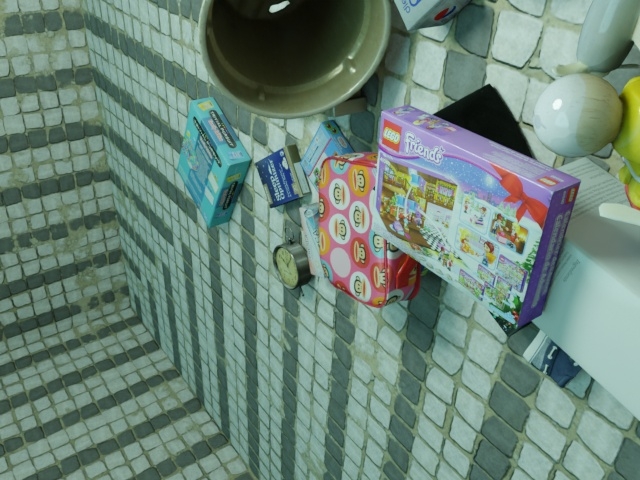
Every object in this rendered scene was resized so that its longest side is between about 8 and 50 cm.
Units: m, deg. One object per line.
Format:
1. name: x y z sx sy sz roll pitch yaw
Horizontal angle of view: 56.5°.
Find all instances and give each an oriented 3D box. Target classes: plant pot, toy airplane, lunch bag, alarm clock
1. plant pot: 0.233 -0.110 0.973 0.167 0.188 0.187 49 145 10
2. plant pot: -0.075 -0.451 1.109 0.333 0.334 0.305 104 156 -43
3. toy airplane: 0.344 -0.159 0.570 0.273 0.386 0.384 -10 84 18
4. lunch bag: 0.105 -0.022 1.168 0.258 0.120 0.292 23 119 54
5. alarm clock: -0.076 0.049 1.637 0.129 0.064 0.191 28 132 48

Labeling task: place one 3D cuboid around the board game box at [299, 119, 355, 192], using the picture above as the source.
1. board game box: 0.040 -0.144 1.370 0.211 0.039 0.160 60 147 17

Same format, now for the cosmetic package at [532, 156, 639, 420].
1. cosmetic package: 0.405 0.067 0.779 0.365 0.197 0.155 50 144 32

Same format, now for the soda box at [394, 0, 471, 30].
1. soda box: 0.143 -0.493 0.962 0.098 0.091 0.286 -29 82 58

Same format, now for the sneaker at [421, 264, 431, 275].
1. sneaker: 0.206 -0.010 1.163 0.078 0.067 0.188 44 143 27

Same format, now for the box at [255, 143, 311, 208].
1. box: -0.111 -0.165 1.599 0.225 0.037 0.136 -13 96 60

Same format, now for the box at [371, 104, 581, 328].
1. box: 0.189 -0.043 0.812 0.293 0.057 0.200 38 138 42

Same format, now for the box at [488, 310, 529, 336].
1. box: 0.334 0.114 1.040 0.083 0.062 0.052 56 145 21

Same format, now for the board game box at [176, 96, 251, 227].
1. board game box: -0.344 -0.237 1.873 0.253 0.079 0.336 58 147 19

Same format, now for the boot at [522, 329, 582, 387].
1. boot: 0.404 0.160 0.967 0.086 0.069 0.190 42 148 27

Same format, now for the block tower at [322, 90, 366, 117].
1. block tower: -0.040 -0.351 1.326 0.335 0.091 0.097 28 131 46

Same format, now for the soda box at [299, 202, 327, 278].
1. soda box: 0.000 0.000 1.497 0.063 0.058 0.183 14 119 54
